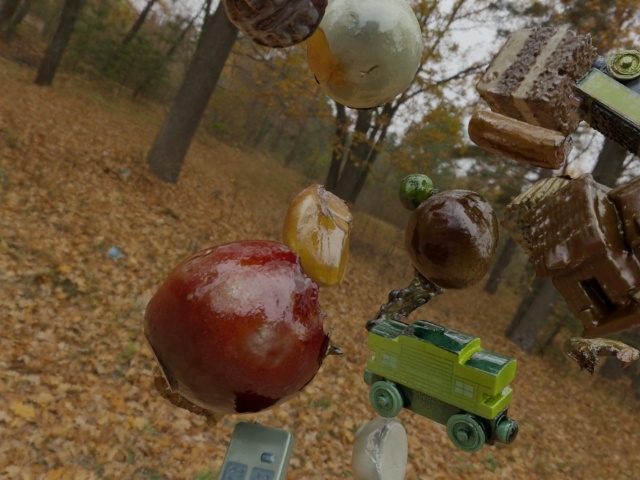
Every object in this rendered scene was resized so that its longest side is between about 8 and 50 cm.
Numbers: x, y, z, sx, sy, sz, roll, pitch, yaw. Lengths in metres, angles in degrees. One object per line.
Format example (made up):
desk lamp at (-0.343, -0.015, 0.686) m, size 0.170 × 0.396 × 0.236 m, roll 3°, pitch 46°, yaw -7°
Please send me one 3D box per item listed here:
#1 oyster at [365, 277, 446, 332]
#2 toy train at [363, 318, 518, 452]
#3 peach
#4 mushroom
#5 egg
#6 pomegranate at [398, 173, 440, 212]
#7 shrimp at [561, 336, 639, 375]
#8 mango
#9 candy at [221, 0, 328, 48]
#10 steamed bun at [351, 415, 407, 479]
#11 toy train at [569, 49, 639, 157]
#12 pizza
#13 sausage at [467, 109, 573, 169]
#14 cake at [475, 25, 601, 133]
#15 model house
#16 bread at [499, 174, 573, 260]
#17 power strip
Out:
oyster at (0.303, 0.189, 1.884) m, size 0.096 × 0.361 × 0.221 m, roll 50°, pitch 33°, yaw -4°
toy train at (0.305, 0.360, 1.465) m, size 0.442 × 0.272 × 0.179 m, roll 14°, pitch 18°, yaw 38°
peach at (-0.177, 0.175, 1.104) m, size 0.310 × 0.334 × 0.406 m, roll -22°, pitch 11°, yaw -29°
mushroom at (0.329, 0.010, 1.473) m, size 0.195 × 0.282 × 0.263 m, roll -12°, pitch 35°, yaw -44°
egg at (0.117, -0.507, 1.419) m, size 0.337 × 0.336 × 0.201 m, roll 25°, pitch 5°, yaw -5°
pomegranate at (0.347, -0.170, 2.041) m, size 0.123 × 0.143 × 0.169 m, roll 3°, pitch 13°, yaw -17°
shrimp at (0.567, 0.234, 1.149) m, size 0.150 × 0.067 × 0.249 m, roll -5°, pitch 0°, yaw 32°
mango at (0.000, 0.000, 1.555) m, size 0.201 × 0.199 × 0.349 m, roll 52°, pitch 24°, yaw -38°
candy at (-0.105, -0.537, 1.188) m, size 0.157 × 0.214 × 0.289 m, roll 63°, pitch 14°, yaw 22°
steamed bun at (0.167, 0.624, 1.640) m, size 0.131 × 0.228 × 0.177 m, roll -14°, pitch -53°, yaw 34°
toy train at (0.720, -0.319, 1.305) m, size 0.261 × 0.177 × 0.134 m, roll 47°, pitch 1°, yaw 29°
pizza at (-0.418, 0.446, 1.838) m, size 0.278 × 0.408 × 0.114 m, roll 1°, pitch 24°, yaw 7°
sausage at (0.479, -0.251, 1.390) m, size 0.271 × 0.108 × 0.109 m, roll 32°, pitch 8°, yaw 41°
cake at (0.688, -0.493, 1.742) m, size 0.256 × 0.282 × 0.290 m, roll 32°, pitch 3°, yaw -45°
model house at (0.453, -0.002, 0.852) m, size 0.220 × 0.199 × 0.229 m, roll -27°, pitch 77°, yaw -41°
bread at (0.628, -0.037, 1.487) m, size 0.274 × 0.149 × 0.274 m, roll 34°, pitch -24°, yaw 18°
power strip at (-0.131, 0.453, 1.005) m, size 0.118 × 0.270 × 0.046 m, roll 2°, pitch -37°, yaw 21°
